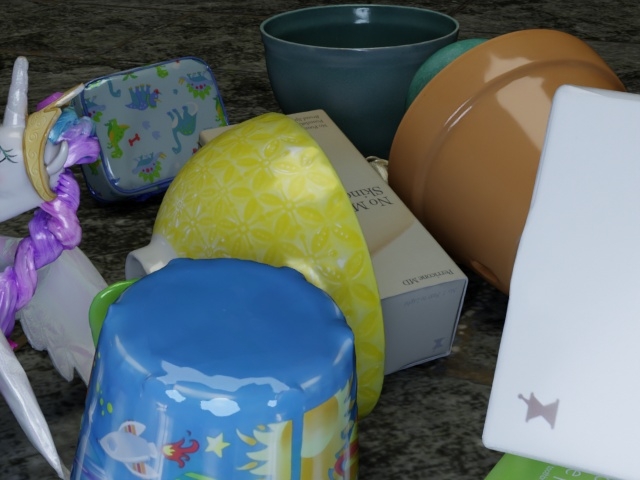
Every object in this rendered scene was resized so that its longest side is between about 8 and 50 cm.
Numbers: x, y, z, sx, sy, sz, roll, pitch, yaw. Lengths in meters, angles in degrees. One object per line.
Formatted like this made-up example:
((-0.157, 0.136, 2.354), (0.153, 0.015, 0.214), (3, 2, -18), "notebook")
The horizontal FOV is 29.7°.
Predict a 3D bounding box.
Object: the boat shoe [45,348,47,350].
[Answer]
((-0.272, 0.070, 1.301), (0.049, 0.040, 0.142), (1, 23, 4), "boat shoe")

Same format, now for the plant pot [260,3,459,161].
((0.059, -0.228, 1.805), (0.293, 0.196, 0.293), (-1, 22, 0), "plant pot")

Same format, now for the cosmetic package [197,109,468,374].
((0.000, 0.000, 1.255), (0.160, 0.113, 0.309), (-14, 43, -26), "cosmetic package")

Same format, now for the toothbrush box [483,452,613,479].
((0.222, 0.246, 0.762), (0.283, 0.122, 0.206), (14, 26, 28), "toothbrush box")

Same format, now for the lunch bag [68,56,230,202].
((-0.235, -0.150, 1.663), (0.219, 0.176, 0.090), (-21, 3, -35), "lunch bag")

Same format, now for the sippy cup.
((-0.070, 0.142, 0.837), (0.305, 0.224, 0.240), (18, 34, 16), "sippy cup")

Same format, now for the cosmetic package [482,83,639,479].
((0.280, 0.044, 0.895), (0.161, 0.230, 0.453), (12, 2, 26), "cosmetic package")

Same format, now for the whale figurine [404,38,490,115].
((0.212, -0.159, 1.512), (0.216, 0.141, 0.272), (-17, -22, 25), "whale figurine")

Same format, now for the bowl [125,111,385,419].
((-0.078, 0.046, 1.054), (0.156, 0.289, 0.289), (-17, 27, -22), "bowl")

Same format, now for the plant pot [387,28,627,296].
((0.248, -0.057, 1.325), (0.290, 0.291, 0.203), (-10, 41, -22), "plant pot")

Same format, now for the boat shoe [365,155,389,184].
((0.081, -0.052, 1.509), (0.302, 0.098, 0.109), (-20, 30, -39), "boat shoe")

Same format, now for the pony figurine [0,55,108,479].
((-0.316, 0.054, 1.032), (0.363, 0.351, 0.303), (-19, 18, 5), "pony figurine")
